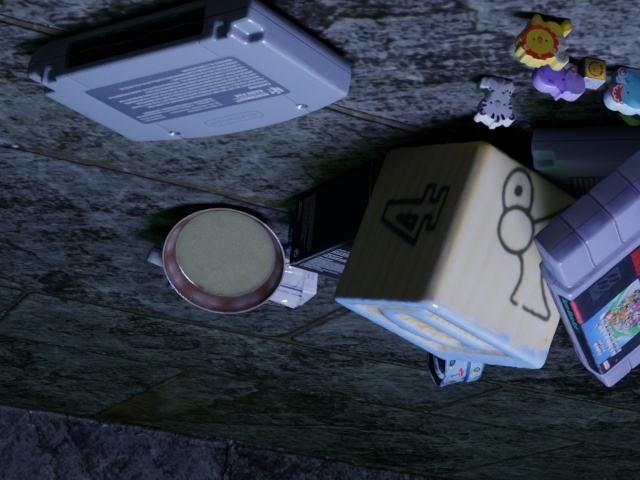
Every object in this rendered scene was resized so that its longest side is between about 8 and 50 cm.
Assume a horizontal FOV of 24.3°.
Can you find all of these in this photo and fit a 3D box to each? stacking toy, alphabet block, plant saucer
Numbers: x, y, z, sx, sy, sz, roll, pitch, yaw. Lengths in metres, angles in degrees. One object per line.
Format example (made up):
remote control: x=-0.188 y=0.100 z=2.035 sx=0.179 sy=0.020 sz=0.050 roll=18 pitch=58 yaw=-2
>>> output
stacking toy: x=0.275 y=-0.152 z=1.476 sx=0.221 sy=0.052 sz=0.167 roll=8 pitch=162 yaw=-11
alphabet block: x=0.163 y=0.017 z=1.694 sx=0.192 sy=0.197 sz=0.193 roll=30 pitch=164 yaw=-31
plant saucer: x=-0.131 y=0.023 z=2.027 sx=0.168 sy=0.029 sz=0.168 roll=1 pitch=120 yaw=2

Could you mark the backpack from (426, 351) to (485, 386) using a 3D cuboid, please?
backpack: x=0.212 y=0.126 z=2.144 sx=0.117 sy=0.173 sz=0.158 roll=6 pitch=161 yaw=-2

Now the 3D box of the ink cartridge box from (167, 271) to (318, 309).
ink cartridge box: x=-0.116 y=0.055 z=2.221 sx=0.207 sy=0.046 sz=0.097 roll=11 pitch=160 yaw=-17

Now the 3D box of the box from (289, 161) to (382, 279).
box: x=0.120 y=-0.001 z=1.898 sx=0.261 sy=0.103 sz=0.184 roll=16 pitch=162 yaw=-29

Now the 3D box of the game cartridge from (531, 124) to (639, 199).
game cartridge: x=0.357 y=-0.062 z=1.731 sx=0.196 sy=0.060 sz=0.294 roll=4 pitch=162 yaw=15

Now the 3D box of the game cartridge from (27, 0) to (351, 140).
game cartridge: x=-0.129 y=-0.170 z=1.530 sx=0.297 sy=0.062 sz=0.198 roll=-8 pitch=162 yaw=35

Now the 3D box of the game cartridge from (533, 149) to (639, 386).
game cartridge: x=0.358 y=0.023 z=1.619 sx=0.068 sy=0.230 sz=0.355 roll=44 pitch=175 yaw=32

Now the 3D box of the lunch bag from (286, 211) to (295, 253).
lunch bag: x=0.000 y=0.000 z=1.989 sx=0.067 sy=0.065 sz=0.098 roll=-13 pitch=155 yaw=43

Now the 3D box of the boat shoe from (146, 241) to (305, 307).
boat shoe: x=-0.130 y=0.030 z=2.110 sx=0.226 sy=0.075 sz=0.083 roll=17 pitch=176 yaw=-6
